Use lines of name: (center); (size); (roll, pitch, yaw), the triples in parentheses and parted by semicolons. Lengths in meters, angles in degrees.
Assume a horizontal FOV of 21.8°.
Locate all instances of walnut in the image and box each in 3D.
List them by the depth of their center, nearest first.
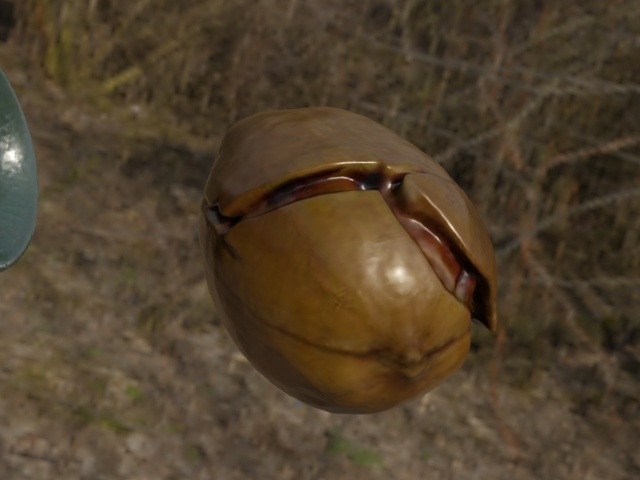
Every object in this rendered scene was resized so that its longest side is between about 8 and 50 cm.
walnut: (0.000, 0.000, 1.257); (0.209, 0.209, 0.336); (5, 18, -30)

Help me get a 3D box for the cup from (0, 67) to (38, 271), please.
cup: (-0.341, -0.059, 1.338); (0.150, 0.199, 0.199); (-10, 10, 19)
